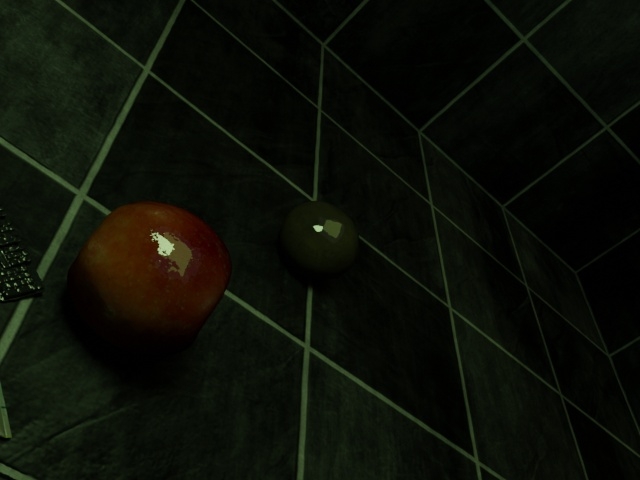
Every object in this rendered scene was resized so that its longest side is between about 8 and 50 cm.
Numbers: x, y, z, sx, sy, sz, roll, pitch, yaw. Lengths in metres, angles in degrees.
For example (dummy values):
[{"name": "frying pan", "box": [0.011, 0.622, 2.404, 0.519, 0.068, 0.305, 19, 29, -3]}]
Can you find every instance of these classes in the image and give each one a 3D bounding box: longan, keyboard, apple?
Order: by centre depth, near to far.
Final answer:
[{"name": "keyboard", "box": [-0.458, -0.019, 1.009, 0.231, 0.023, 0.072, 56, 30, 13]}, {"name": "apple", "box": [-0.237, 0.054, 1.040, 0.201, 0.218, 0.218, 39, 28, -5]}, {"name": "longan", "box": [0.000, 0.000, 1.536, 0.168, 0.167, 0.187, 64, 9, 27]}]

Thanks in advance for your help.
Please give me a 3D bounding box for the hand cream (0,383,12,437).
[{"name": "hand cream", "box": [-0.418, 0.179, 0.799, 0.174, 0.047, 0.076, 24, 35, -55]}]
